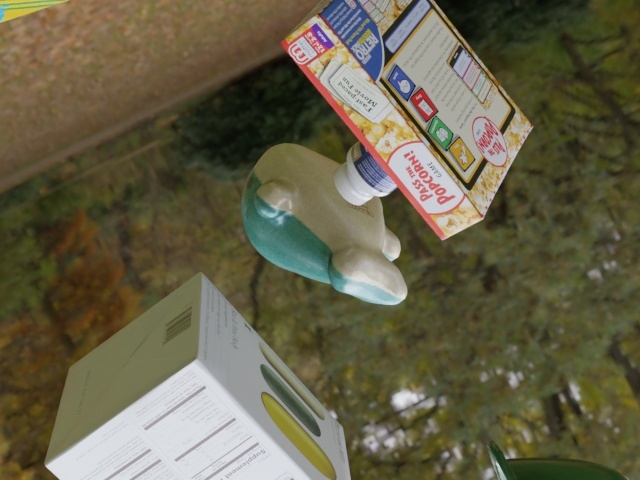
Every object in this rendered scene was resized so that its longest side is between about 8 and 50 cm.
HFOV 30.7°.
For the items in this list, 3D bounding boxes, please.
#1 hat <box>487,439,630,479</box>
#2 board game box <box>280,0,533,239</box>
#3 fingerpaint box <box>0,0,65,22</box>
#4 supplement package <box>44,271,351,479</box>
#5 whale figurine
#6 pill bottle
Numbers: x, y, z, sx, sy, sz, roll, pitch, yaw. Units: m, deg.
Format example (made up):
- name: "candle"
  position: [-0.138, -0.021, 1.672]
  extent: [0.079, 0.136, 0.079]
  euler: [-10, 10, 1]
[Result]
- name: "hat"
  position: [0.254, 0.208, 0.947]
  extent: [0.184, 0.173, 0.208]
  euler: [-24, 160, 1]
- name: "board game box"
  position: [0.073, -0.118, 0.897]
  extent: [0.045, 0.193, 0.146]
  euler: [-30, -165, 40]
- name: "fingerpaint box"
  position: [-0.268, -0.437, 0.998]
  extent: [0.371, 0.444, 0.163]
  euler: [-12, 168, 18]
- name: "supplement package"
  position: [-0.122, 0.218, 1.249]
  extent: [0.198, 0.262, 0.199]
  euler: [-36, -159, 11]
- name: "whale figurine"
  position: [0.000, 0.000, 1.391]
  extent: [0.141, 0.216, 0.272]
  euler: [-54, -142, 18]
- name: "pill bottle"
  position: [0.071, -0.090, 1.263]
  extent: [0.120, 0.067, 0.067]
  euler: [-38, 180, 35]
